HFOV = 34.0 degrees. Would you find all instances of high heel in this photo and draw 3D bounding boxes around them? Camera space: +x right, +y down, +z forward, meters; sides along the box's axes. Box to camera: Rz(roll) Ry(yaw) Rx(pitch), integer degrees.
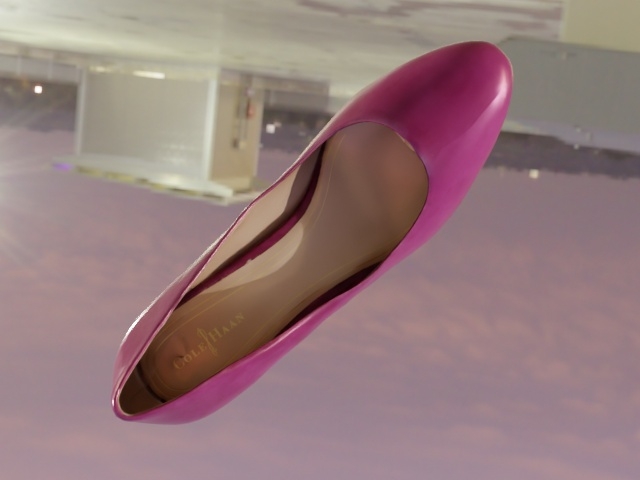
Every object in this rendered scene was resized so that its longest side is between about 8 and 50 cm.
[{"bbox_3d":[0.000,0.000,0.774,0.127,0.377,0.181,42,-166,1],"label":"high heel"}]
